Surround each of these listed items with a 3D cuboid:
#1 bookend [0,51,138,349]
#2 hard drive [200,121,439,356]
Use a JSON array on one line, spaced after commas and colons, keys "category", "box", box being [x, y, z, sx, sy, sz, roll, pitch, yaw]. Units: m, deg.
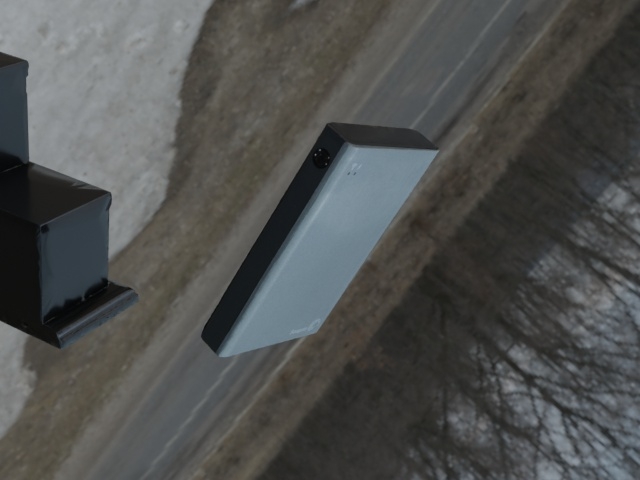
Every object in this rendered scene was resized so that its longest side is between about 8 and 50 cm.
[{"category": "bookend", "box": [-0.190, -0.041, 0.537, 0.072, 0.156, 0.157, -36, 140, -53]}, {"category": "hard drive", "box": [0.000, 0.000, 0.479, 0.094, 0.022, 0.135, -7, 135, -56]}]
